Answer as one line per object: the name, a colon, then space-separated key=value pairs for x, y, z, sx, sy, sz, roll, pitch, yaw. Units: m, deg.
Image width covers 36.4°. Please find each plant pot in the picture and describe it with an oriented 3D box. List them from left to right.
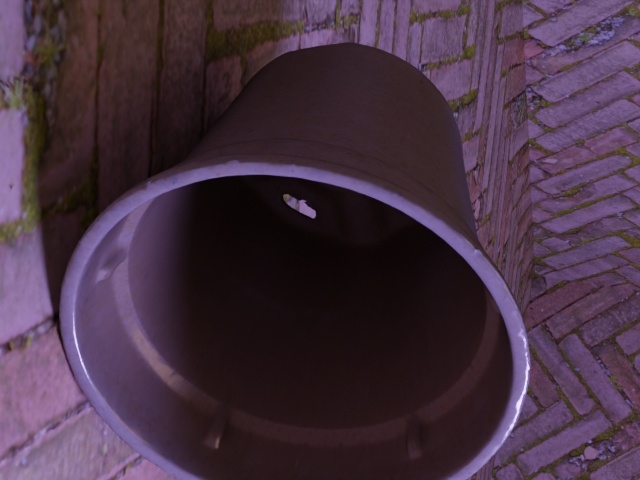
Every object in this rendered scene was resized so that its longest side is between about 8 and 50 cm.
plant pot: x=0.000 y=0.000 z=0.804 sx=0.305 sy=0.334 sz=0.333 roll=-75 pitch=164 yaw=-53
